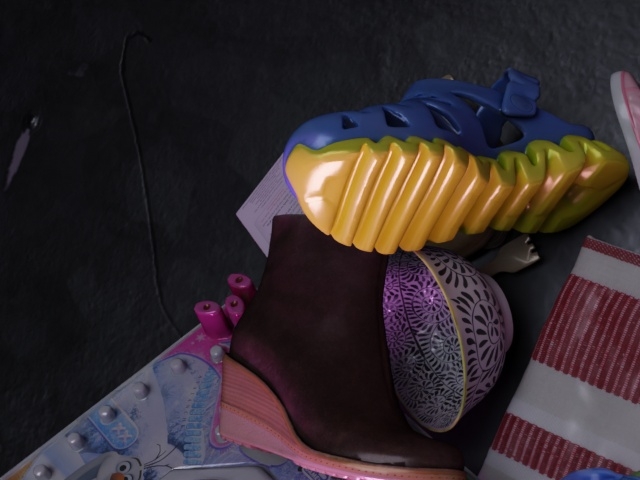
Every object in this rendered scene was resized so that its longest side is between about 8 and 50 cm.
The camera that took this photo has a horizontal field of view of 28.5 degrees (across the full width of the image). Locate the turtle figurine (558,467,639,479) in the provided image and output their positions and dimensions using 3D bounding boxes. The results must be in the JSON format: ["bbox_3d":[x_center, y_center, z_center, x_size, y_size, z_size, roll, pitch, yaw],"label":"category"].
[{"bbox_3d":[0.210,0.303,0.851,0.275,0.198,0.266,28,94,40],"label":"turtle figurine"}]

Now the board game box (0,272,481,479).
[{"bbox_3d":[-0.102,0.238,1.074,0.390,0.050,0.390,-38,47,-15],"label":"board game box"}]

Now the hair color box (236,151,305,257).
[{"bbox_3d":[0.000,0.000,1.202,0.093,0.053,0.167,-50,54,20],"label":"hair color box"}]

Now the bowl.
[{"bbox_3d":[0.113,0.072,1.083,0.080,0.170,0.170,-16,58,-21],"label":"bowl"}]

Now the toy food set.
[{"bbox_3d":[0.120,-0.042,1.163,0.132,0.038,0.192,-31,72,27],"label":"toy food set"}]

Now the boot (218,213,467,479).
[{"bbox_3d":[0.027,0.086,1.023,0.249,0.090,0.206,11,81,36],"label":"boot"}]

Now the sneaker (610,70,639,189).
[{"bbox_3d":[0.292,-0.090,1.059,0.070,0.051,0.134,-20,67,21],"label":"sneaker"}]

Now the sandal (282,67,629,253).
[{"bbox_3d":[0.099,-0.075,1.029,0.126,0.317,0.138,-53,52,39],"label":"sandal"}]

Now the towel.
[{"bbox_3d":[0.250,0.182,1.008,0.237,0.037,0.328,22,87,35],"label":"towel"}]
